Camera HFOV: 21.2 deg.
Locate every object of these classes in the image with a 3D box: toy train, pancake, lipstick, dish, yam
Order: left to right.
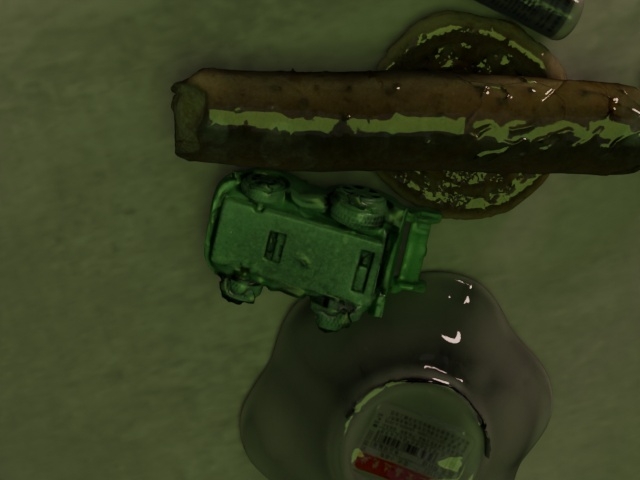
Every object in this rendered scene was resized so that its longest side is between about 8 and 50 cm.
[{"bbox_3d":[0.000,0.000,1.162,0.149,0.081,0.099,14,109,9],"label":"toy train"},{"bbox_3d":[0.059,0.135,1.207,0.229,0.081,0.229,-2,108,-6],"label":"dish"},{"bbox_3d":[0.060,-0.077,1.125,0.317,0.067,0.071,2,102,-4],"label":"yam"},{"bbox_3d":[0.098,-0.083,1.173,0.151,0.025,0.152,-1,112,-3],"label":"pancake"},{"bbox_3d":[0.108,-0.178,1.138,0.141,0.040,0.040,26,102,-14],"label":"lipstick"}]

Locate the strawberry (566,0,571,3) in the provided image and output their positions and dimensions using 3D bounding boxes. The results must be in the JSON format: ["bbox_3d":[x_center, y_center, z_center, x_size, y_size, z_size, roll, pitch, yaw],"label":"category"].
[{"bbox_3d":[0.102,-0.246,1.087,0.228,0.098,0.174,4,103,-6],"label":"strawberry"}]
